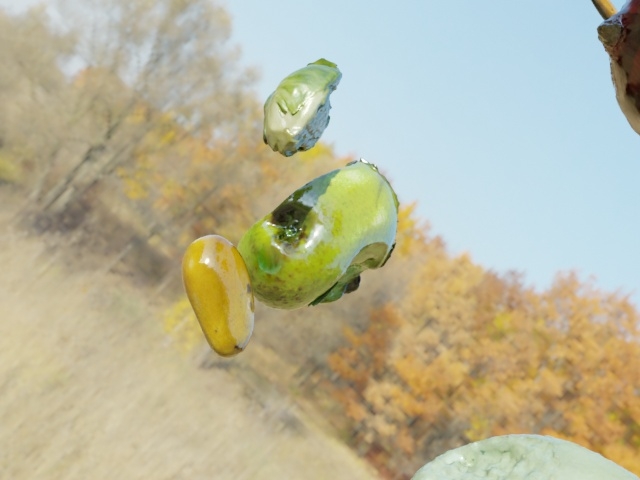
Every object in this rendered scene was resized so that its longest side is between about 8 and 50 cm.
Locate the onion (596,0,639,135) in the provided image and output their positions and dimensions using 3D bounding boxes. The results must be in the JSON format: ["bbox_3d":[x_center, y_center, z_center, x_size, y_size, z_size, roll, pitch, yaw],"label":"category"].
[{"bbox_3d":[0.445,-0.258,1.524,0.195,0.272,0.272,13,-2,-7],"label":"onion"}]

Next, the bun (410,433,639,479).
[{"bbox_3d":[0.124,0.214,0.665,0.221,0.108,0.221,24,-45,26],"label":"bun"}]

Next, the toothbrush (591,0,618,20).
[{"bbox_3d":[0.484,-0.246,1.695,0.321,0.023,0.031,46,-14,-18],"label":"toothbrush"}]

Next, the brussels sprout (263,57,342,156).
[{"bbox_3d":[-0.029,-0.194,1.701,0.100,0.181,0.139,42,-49,5],"label":"brussels sprout"}]

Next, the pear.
[{"bbox_3d":[0.000,0.000,1.842,0.164,0.238,0.255,50,19,10],"label":"pear"}]

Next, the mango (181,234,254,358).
[{"bbox_3d":[-0.143,0.079,1.705,0.178,0.090,0.115,70,19,-3],"label":"mango"}]
